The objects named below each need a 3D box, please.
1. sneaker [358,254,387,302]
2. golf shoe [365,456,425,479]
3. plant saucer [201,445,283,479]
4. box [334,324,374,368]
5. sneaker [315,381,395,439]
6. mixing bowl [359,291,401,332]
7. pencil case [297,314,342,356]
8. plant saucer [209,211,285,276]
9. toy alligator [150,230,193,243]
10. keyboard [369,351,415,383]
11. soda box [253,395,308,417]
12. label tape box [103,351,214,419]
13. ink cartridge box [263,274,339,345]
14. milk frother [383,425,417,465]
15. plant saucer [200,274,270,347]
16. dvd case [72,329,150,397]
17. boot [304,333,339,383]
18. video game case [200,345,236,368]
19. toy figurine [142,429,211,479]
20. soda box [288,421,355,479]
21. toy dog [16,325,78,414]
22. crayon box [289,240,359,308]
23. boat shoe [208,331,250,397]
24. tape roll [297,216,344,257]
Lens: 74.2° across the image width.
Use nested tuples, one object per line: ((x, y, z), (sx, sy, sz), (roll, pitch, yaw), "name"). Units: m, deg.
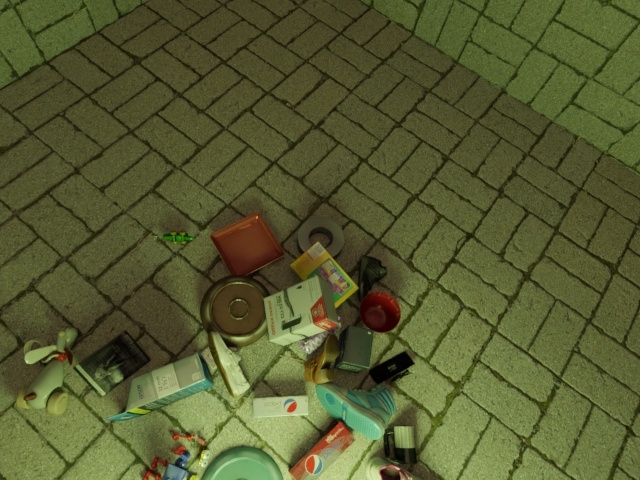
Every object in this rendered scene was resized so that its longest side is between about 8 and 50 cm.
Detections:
((0.235, 0.178, 1.918), (0.131, 0.087, 0.227), (9, 59, 5), "sneaker")
((0.318, 0.913, 1.565), (0.307, 0.140, 0.115), (24, 64, 3), "golf shoe")
((-0.289, 0.927, 1.544), (0.318, 0.043, 0.317), (2, 65, -5), "plant saucer")
((0.135, 0.444, 1.718), (0.108, 0.207, 0.153), (13, 65, -2), "box")
((0.152, 0.633, 1.698), (0.319, 0.127, 0.208), (27, 35, 28), "sneaker")
((0.251, 0.323, 1.847), (0.182, 0.098, 0.181), (2, 66, -4), "mixing bowl")
((-0.004, 0.395, 1.792), (0.206, 0.088, 0.086), (-36, 60, -21), "pencil case")
((-0.336, 0.029, 1.945), (0.259, 0.047, 0.258), (-28, 71, -18), "plant saucer")
((-0.673, -0.020, 1.931), (0.190, 0.056, 0.051), (1, 24, -5), "toy alligator")
((0.309, 0.554, 1.792), (0.192, 0.038, 0.100), (-23, 47, -15), "keyboard")
((-0.156, 0.655, 1.667), (0.216, 0.069, 0.073), (-1, 66, -6), "soda box")
((-0.591, 0.548, 1.568), (0.348, 0.249, 0.115), (-18, 69, -14), "label tape box")
((-0.084, 0.291, 1.736), (0.273, 0.114, 0.196), (-25, 58, 19), "ink cartridge box")
((0.307, 0.783, 1.619), (0.129, 0.143, 0.134), (-1, 68, 1), "milk frother")
((-0.348, 0.292, 1.791), (0.311, 0.050, 0.310), (5, 71, -14), "plant saucer")
((-0.810, 0.480, 1.653), (0.221, 0.018, 0.164), (-38, 112, -21), "dvd case")
((-0.001, 0.482, 1.725), (0.073, 0.152, 0.197), (30, 56, -27), "boot")
((-0.423, 0.461, 1.758), (0.122, 0.011, 0.087), (-38, 75, -21), "video game case")
((-0.543, 0.848, 1.455), (0.191, 0.217, 0.362), (24, 65, 5), "toy figurine")
((0.005, 0.813, 1.605), (0.263, 0.083, 0.092), (-37, 75, -21), "soda box")
((-1.034, 0.488, 1.595), (0.220, 0.161, 0.333), (-11, 67, -11), "toy dog")
((0.016, 0.159, 1.856), (0.165, 0.081, 0.278), (-41, 86, -2), "crayon box")
((-0.367, 0.485, 1.707), (0.096, 0.098, 0.276), (-22, 86, -31), "boat shoe")
((0.000, 0.000, 1.982), (0.220, 0.072, 0.219), (2, 65, -5), "tape roll")
